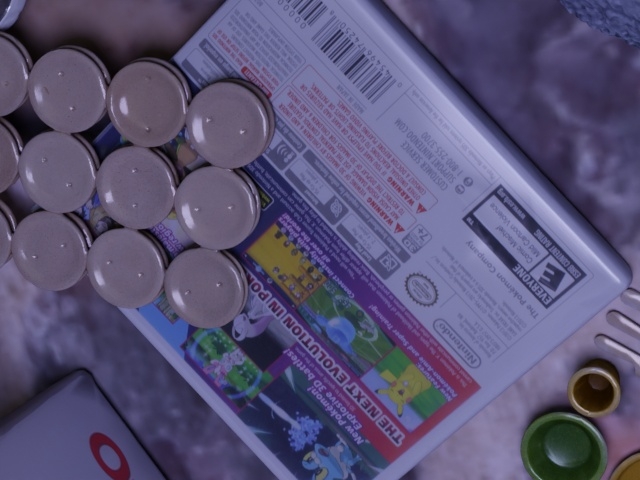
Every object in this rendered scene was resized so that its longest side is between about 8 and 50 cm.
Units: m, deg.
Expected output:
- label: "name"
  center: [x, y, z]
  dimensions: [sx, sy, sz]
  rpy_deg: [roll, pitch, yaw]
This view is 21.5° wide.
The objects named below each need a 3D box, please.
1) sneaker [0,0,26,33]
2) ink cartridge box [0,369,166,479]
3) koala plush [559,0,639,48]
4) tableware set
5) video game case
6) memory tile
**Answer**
- label: "sneaker"
  center: [-0.193, -0.148, 0.723]
  dimensions: [0.061, 0.065, 0.158]
  rpy_deg: [-41, 90, 23]
- label: "ink cartridge box"
  center: [-0.140, 0.256, 0.645]
  dimensions: [0.166, 0.395, 0.285]
  rpy_deg: [-34, 93, 21]
- label: "koala plush"
  center: [0.111, -0.155, 0.563]
  dimensions: [0.203, 0.196, 0.221]
  rpy_deg: [-25, 92, 12]
- label: "tableware set"
  center: [0.166, 0.096, 0.701]
  dimensions: [0.154, 0.024, 0.104]
  rpy_deg: [30, 112, 7]
- label: "video game case"
  center: [0.000, 0.000, 0.727]
  dimensions: [0.201, 0.023, 0.183]
  rpy_deg: [47, 113, 0]
- label: "memory tile"
  center: [-0.095, -0.027, 0.729]
  dimensions: [0.148, 0.012, 0.113]
  rpy_deg: [13, 109, 14]
